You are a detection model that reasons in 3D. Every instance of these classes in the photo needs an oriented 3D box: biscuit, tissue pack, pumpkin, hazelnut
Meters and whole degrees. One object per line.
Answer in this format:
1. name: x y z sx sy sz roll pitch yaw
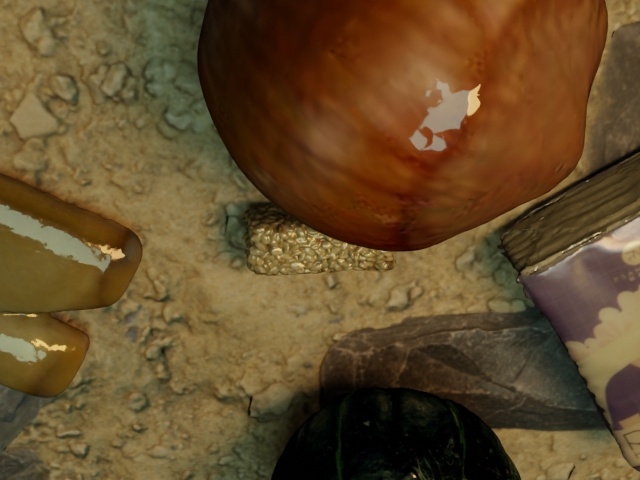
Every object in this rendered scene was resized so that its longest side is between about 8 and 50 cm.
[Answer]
1. biscuit: -0.357 0.036 1.135 0.290 0.062 0.237 27 112 -19
2. tissue pack: 0.384 0.080 1.231 0.242 0.125 0.344 -31 118 8
3. biscuit: 0.000 0.000 1.156 0.168 0.082 0.070 -1 120 -9
4. pumpkin: 0.083 0.300 1.250 0.315 0.238 0.315 4 131 4
5. hazelnut: 0.068 -0.166 0.966 0.372 0.315 0.373 0 89 7
